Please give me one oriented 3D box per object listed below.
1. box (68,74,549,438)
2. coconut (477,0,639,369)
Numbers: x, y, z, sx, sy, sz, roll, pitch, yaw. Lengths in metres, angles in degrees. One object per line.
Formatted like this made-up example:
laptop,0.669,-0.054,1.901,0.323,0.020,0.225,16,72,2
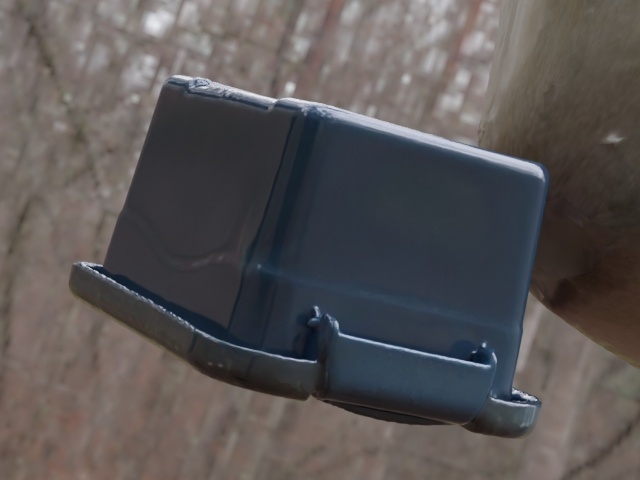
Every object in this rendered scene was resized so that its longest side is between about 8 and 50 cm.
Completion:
box,0.000,0.000,0.382,0.074,0.054,0.099,15,3,-27
coconut,0.142,-0.047,0.524,0.202,0.222,0.202,39,-35,35
